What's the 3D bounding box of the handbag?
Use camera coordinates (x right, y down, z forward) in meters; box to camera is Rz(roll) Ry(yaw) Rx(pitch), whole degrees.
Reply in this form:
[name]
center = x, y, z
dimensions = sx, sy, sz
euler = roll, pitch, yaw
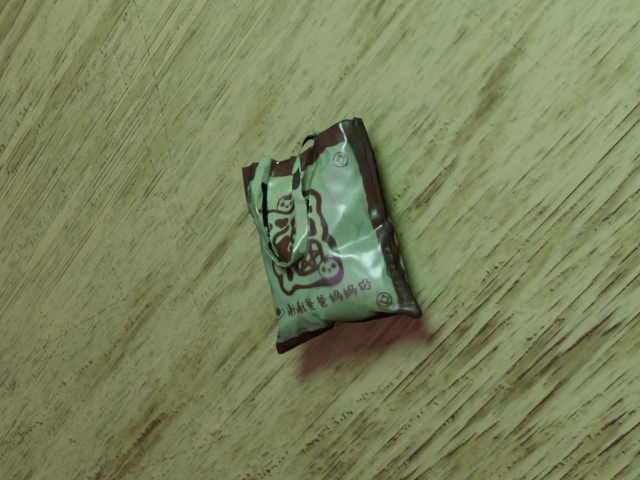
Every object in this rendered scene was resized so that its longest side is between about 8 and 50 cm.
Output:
[handbag]
center = 0.000, 0.000, 1.802
dimensions = 0.213, 0.127, 0.235
euler = -20, 85, 43
